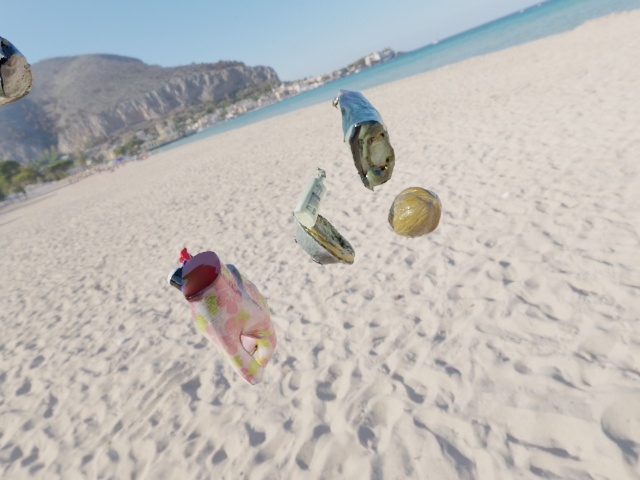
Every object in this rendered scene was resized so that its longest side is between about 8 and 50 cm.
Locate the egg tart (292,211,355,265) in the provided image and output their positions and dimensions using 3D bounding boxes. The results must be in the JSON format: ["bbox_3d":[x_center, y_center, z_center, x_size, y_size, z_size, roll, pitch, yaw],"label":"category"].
[{"bbox_3d":[0.000,0.000,1.213,0.094,0.234,0.234,-50,16,11],"label":"egg tart"}]

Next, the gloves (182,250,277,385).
[{"bbox_3d":[-0.135,0.133,0.684,0.145,0.241,0.126,24,66,44],"label":"gloves"}]

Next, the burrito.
[{"bbox_3d":[0.081,-0.204,0.778,0.089,0.143,0.228,-15,40,5],"label":"burrito"}]

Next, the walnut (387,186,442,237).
[{"bbox_3d":[0.195,-0.057,0.854,0.105,0.105,0.124,-33,0,-32],"label":"walnut"}]

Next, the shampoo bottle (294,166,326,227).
[{"bbox_3d":[-0.013,-0.091,0.832,0.034,0.049,0.141,-23,35,42],"label":"shampoo bottle"}]

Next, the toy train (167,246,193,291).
[{"bbox_3d":[-0.266,0.115,0.992,0.204,0.082,0.131,30,57,8],"label":"toy train"}]

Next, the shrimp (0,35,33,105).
[{"bbox_3d":[-0.523,-0.235,0.560,0.445,0.085,0.272,-13,5,44],"label":"shrimp"}]
